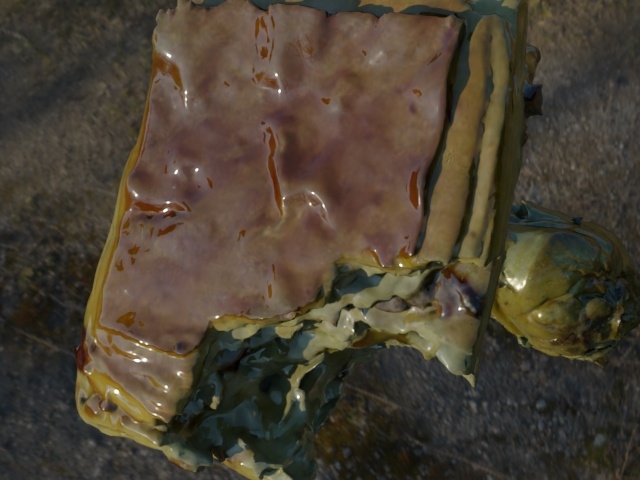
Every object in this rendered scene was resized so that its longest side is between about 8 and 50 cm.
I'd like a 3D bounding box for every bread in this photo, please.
[{"bbox_3d":[0.000,0.000,0.739,0.314,0.191,0.370,13,93,27],"label":"bread"}]

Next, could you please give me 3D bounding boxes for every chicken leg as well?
[{"bbox_3d":[0.149,0.013,1.082,0.429,0.201,0.152,18,85,2],"label":"chicken leg"}]
